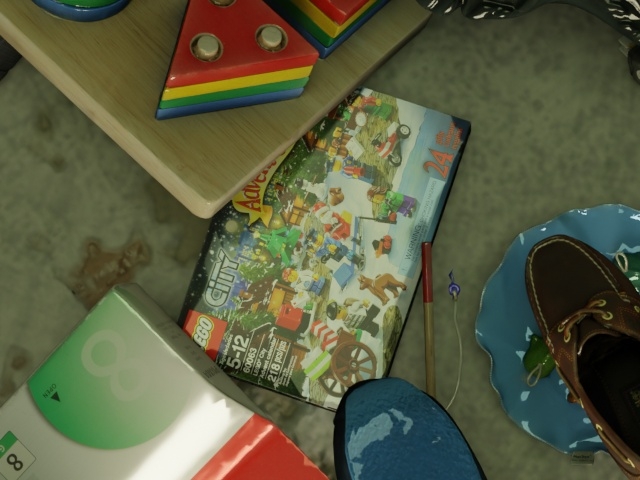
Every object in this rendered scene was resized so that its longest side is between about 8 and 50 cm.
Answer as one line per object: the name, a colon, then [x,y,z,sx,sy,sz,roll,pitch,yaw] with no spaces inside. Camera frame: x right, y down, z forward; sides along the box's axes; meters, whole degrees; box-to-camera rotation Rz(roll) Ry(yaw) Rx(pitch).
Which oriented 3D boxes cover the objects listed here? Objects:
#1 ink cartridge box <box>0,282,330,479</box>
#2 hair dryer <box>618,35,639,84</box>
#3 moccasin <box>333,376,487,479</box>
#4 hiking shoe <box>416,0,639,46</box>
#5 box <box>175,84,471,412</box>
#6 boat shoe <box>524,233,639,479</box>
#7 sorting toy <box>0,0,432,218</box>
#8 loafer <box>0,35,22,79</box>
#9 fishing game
ink cartridge box: [-0.122,0.169,1.376,0.225,0.056,0.181,46,106,8]
hair dryer: [0.280,-0.275,1.406,0.293,0.080,0.223,-39,83,-1]
moccasin: [0.100,0.251,1.342,0.137,0.117,0.342,-15,95,-9]
hiking shoe: [0.208,-0.207,1.337,0.304,0.132,0.113,12,126,-4]
box: [0.000,0.000,1.412,0.159,0.044,0.233,18,85,5]
boat shoe: [0.193,0.074,1.282,0.073,0.073,0.207,-34,58,9]
sorting toy: [-0.082,-0.192,1.358,0.257,0.089,0.255,43,61,8]
loafer: [-0.312,-0.122,1.417,0.095,0.109,0.302,42,91,11]
fishing game: [0.202,0.069,1.378,0.264,0.041,0.189,-1,97,-1]
